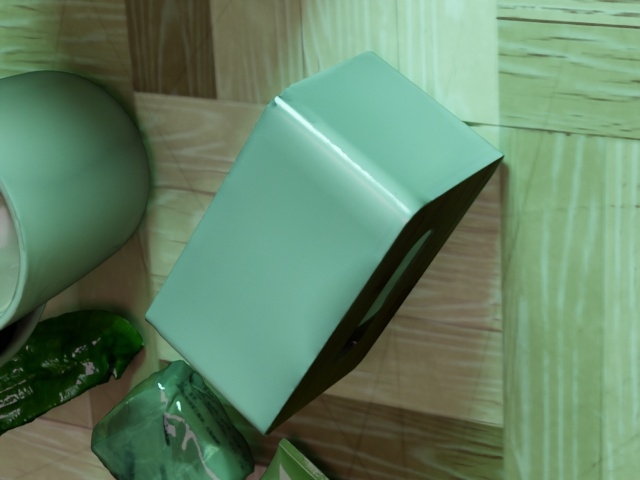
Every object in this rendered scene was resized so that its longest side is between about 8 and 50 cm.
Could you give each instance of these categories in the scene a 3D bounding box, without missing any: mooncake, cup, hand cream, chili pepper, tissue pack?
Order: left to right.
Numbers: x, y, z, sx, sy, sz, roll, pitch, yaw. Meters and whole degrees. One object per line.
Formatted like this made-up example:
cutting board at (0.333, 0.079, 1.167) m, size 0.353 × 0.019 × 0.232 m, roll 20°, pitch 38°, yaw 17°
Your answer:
cup at (-0.263, -0.010, 1.389) m, size 0.191 × 0.200 × 0.253 m, roll 19°, pitch 117°, yaw 23°
chili pepper at (-0.272, 0.131, 1.529) m, size 0.257 × 0.074 × 0.100 m, roll -28°, pitch 93°, yaw 35°
mooncake at (-0.130, 0.182, 1.466) m, size 0.130 × 0.073 × 0.125 m, roll -37°, pitch 85°, yaw 34°
hand cream at (-0.043, 0.260, 1.465) m, size 0.095 × 0.046 × 0.175 m, roll 43°, pitch 118°, yaw 10°
tissue pack at (-0.001, 0.000, 1.267) m, size 0.136 × 0.159 × 0.246 m, roll 41°, pitch 125°, yaw 13°
